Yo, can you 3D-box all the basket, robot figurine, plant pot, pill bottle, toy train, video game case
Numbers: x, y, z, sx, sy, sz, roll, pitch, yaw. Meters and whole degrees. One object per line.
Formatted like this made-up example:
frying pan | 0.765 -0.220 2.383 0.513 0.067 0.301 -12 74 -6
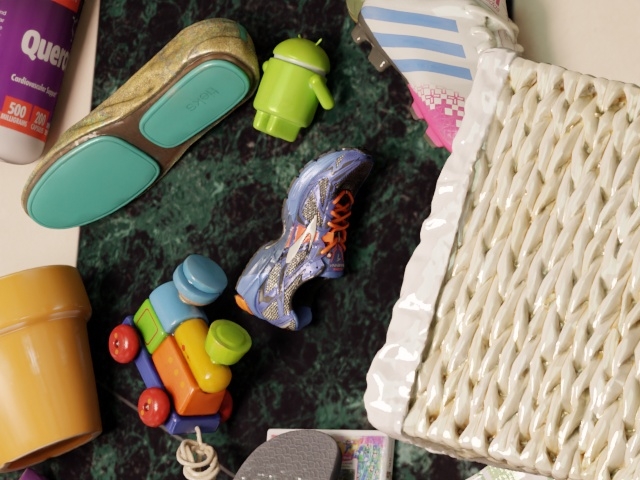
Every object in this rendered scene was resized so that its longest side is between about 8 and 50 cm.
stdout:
basket | 0.260 0.057 1.430 0.266 0.328 0.331 17 86 36
robot figurine | -0.031 -0.167 1.886 0.101 0.067 0.115 21 91 51
plant pot | -0.339 0.154 1.974 0.205 0.205 0.188 -29 77 29
pill bottle | -0.388 -0.264 2.117 0.181 0.181 0.322 13 87 39
toy train | -0.117 0.145 1.827 0.143 0.105 0.248 -54 51 34
video game case | 0.004 0.265 1.778 0.157 0.019 0.143 -4 76 38

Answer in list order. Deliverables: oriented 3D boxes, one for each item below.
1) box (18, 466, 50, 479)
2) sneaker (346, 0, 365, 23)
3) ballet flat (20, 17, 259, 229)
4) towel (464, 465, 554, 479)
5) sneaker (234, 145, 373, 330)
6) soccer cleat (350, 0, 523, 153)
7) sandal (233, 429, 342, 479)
box | -0.403 0.412 1.949 0.057 0.201 0.293 34 102 -4
sneaker | 0.034 -0.327 1.865 0.064 0.086 0.192 -9 73 36
ballet flat | -0.205 -0.137 1.998 0.348 0.123 0.123 -35 59 27
towel | 0.173 0.265 1.644 0.152 0.023 0.113 -35 59 26
sneaker | 0.000 0.000 1.822 0.087 0.083 0.221 39 111 29
soccer cleat | 0.152 -0.167 1.712 0.143 0.116 0.331 -49 54 18
sandal | -0.062 0.302 1.754 0.097 0.054 0.254 28 83 28
